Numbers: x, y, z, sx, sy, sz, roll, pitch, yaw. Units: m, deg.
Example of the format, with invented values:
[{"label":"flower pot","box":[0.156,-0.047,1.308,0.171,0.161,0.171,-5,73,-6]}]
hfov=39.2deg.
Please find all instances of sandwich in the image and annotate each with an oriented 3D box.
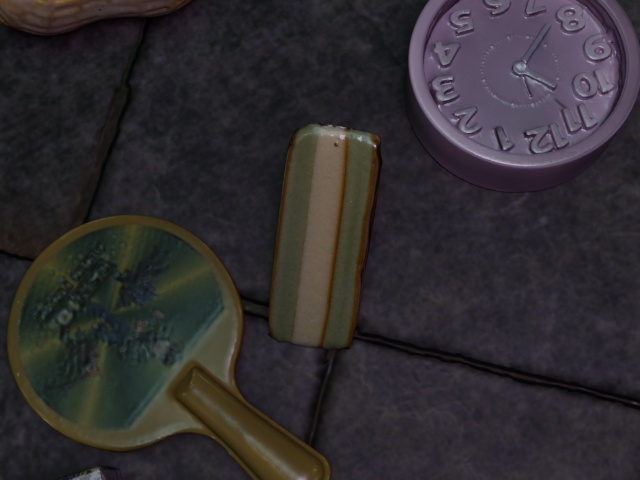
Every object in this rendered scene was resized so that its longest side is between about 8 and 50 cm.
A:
[{"label":"sandwich","box":[0.000,0.000,0.735,0.079,0.113,0.163,10,76,5]}]

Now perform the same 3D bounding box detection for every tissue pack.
[{"label":"tissue pack","box":[-0.203,0.208,0.717,0.083,0.063,0.035,-18,72,-1]}]

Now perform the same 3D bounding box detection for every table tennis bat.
[{"label":"table tennis bat","box":[-0.124,0.108,0.753,0.321,0.050,0.198,38,78,16]}]

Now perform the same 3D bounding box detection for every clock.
[{"label":"clock","box":[0.173,-0.144,0.789,0.197,0.068,0.196,-1,75,2]}]

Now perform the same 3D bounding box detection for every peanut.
[{"label":"peanut","box":[-0.210,-0.237,0.825,0.207,0.087,0.087,-9,75,-2]}]
